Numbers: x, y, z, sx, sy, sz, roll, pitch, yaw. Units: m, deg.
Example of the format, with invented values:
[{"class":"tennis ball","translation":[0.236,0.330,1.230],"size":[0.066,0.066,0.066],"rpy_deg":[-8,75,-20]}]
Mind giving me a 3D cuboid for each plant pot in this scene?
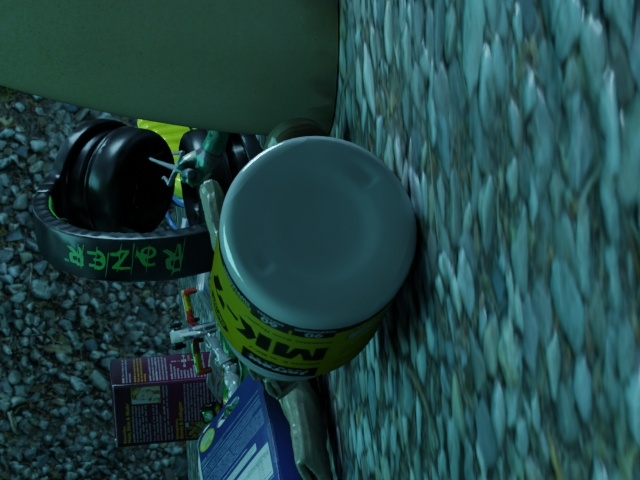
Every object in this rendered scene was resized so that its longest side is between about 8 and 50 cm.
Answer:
[{"class":"plant pot","translation":[-0.139,-0.198,1.316],"size":[0.256,0.274,0.256],"rpy_deg":[175,90,-82]}]

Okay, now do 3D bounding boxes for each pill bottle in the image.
[{"class":"pill bottle","translation":[-0.011,0.022,1.057],"size":[0.208,0.119,0.119],"rpy_deg":[108,156,-72]}]

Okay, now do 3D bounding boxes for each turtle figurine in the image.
[{"class":"turtle figurine","translation":[-0.116,-0.153,1.572],"size":[0.234,0.118,0.175],"rpy_deg":[-9,117,56]}]

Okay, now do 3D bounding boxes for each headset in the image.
[{"class":"headset","translation":[-0.156,-0.038,1.760],"size":[0.394,0.243,0.185],"rpy_deg":[-67,-24,-62]}]

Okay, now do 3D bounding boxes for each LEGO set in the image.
[{"class":"LEGO set","translation":[-0.140,0.112,2.155],"size":[0.182,0.060,0.244],"rpy_deg":[61,-155,-45]}]

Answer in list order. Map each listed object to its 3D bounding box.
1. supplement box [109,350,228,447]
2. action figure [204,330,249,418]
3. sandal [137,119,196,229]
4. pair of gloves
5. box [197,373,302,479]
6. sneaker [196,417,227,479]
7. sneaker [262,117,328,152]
[{"class":"supplement box","translation":[-0.203,0.223,2.339],"size":[0.081,0.188,0.104],"rpy_deg":[-108,16,-63]},{"class":"action figure","translation":[-0.108,0.139,2.056],"size":[0.137,0.063,0.232],"rpy_deg":[77,-172,-65]},{"class":"sandal","translation":[-0.193,-0.104,2.369],"size":[0.317,0.126,0.138],"rpy_deg":[-104,8,-58]},{"class":"pair of gloves","translation":[-0.037,0.082,1.397],"size":[0.204,0.042,0.240],"rpy_deg":[-107,-5,-49]},{"class":"box","translation":[-0.075,0.252,1.752],"size":[0.136,0.036,0.225],"rpy_deg":[-53,29,26]},{"class":"sneaker","translation":[-0.081,0.308,1.865],"size":[0.145,0.090,0.270],"rpy_deg":[103,158,-62]},{"class":"sneaker","translation":[0.000,0.000,1.242],"size":[0.071,0.066,0.188],"rpy_deg":[46,148,52]}]
